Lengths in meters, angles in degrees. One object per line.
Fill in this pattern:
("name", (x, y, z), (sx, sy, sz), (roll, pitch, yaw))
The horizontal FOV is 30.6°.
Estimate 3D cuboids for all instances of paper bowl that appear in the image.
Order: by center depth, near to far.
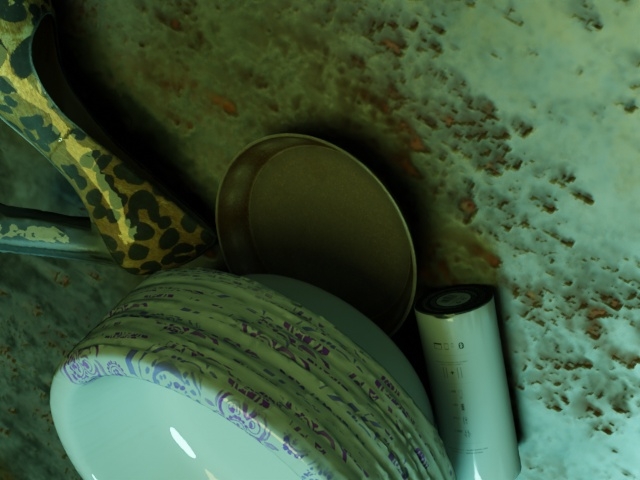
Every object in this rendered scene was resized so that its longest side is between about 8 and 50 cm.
("paper bowl", (-0.035, 0.138, 0.817), (0.284, 0.148, 0.284), (23, 139, 22))

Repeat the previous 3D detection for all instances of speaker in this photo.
("speaker", (0.103, 0.103, 0.810), (0.055, 0.055, 0.136), (-3, 109, 30))

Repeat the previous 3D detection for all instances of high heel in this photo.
("high heel", (-0.160, -0.105, 0.867), (0.186, 0.093, 0.261), (6, 106, 7))

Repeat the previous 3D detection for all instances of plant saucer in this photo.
("plant saucer", (0.000, 0.000, 0.830), (0.169, 0.029, 0.168), (16, 121, 28))
